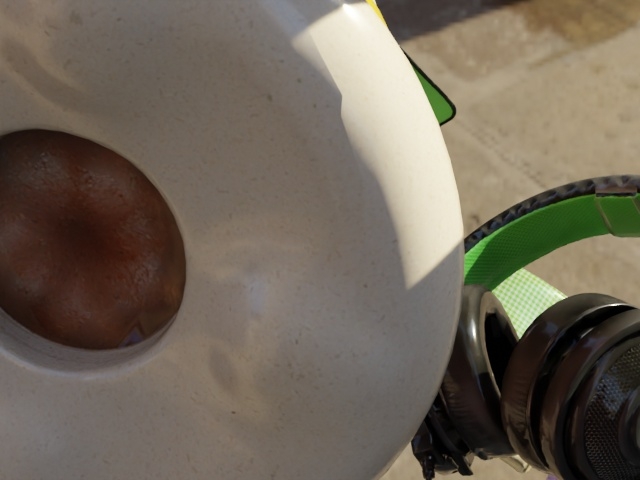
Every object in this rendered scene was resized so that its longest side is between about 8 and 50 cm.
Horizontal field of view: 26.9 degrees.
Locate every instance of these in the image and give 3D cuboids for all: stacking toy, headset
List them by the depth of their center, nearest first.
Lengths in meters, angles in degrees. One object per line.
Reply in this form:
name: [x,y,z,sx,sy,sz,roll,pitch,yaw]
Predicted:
stacking toy: [-0.069,-0.073,0.770,0.351,0.350,0.480,5,24,11]
headset: [0.150,0.121,0.915,0.243,0.185,0.394,1,43,43]

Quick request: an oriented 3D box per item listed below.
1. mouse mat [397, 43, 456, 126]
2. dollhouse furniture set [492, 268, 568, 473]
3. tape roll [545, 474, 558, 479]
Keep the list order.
mouse mat: [0.024,-0.155,1.327,0.153,0.190,0.007,-28,32,34]
dollhouse furniture set: [0.131,0.055,1.268,0.302,0.151,0.197,31,60,8]
tape roll: [0.353,0.336,1.580,0.189,0.189,0.080,-32,9,-28]
